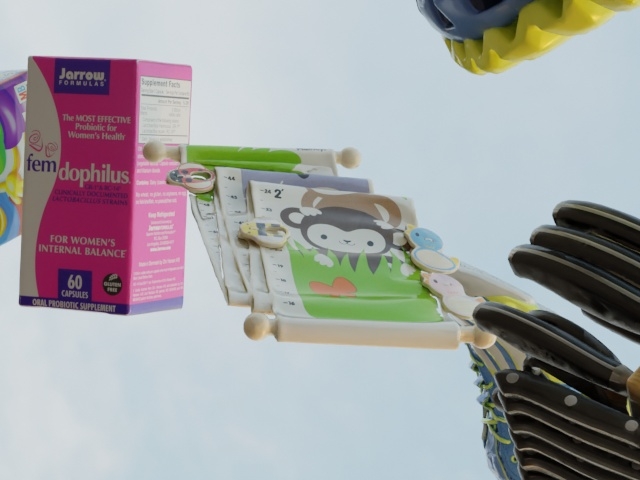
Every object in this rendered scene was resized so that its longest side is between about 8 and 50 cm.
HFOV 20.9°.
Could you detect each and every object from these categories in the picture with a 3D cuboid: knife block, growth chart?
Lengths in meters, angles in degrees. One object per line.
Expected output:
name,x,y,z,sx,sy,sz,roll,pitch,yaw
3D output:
knife block,0.213,0.065,0.776,0.275,0.242,0.088,-11,-45,8
growth chart,0.000,0.000,1.069,0.237,0.172,0.021,-122,-145,-52

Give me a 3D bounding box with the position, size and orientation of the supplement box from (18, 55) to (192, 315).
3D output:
supplement box,-0.187,-0.050,1.515,0.111,0.114,0.220,3,-88,21

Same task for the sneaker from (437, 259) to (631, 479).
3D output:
sneaker,0.154,0.119,1.319,0.126,0.240,0.091,-54,-156,-4

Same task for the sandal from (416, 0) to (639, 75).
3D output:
sandal,0.117,-0.169,0.794,0.138,0.126,0.317,54,-19,-5

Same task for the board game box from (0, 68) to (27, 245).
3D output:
board game box,-0.386,-0.043,1.577,0.144,0.275,0.142,2,-64,42
